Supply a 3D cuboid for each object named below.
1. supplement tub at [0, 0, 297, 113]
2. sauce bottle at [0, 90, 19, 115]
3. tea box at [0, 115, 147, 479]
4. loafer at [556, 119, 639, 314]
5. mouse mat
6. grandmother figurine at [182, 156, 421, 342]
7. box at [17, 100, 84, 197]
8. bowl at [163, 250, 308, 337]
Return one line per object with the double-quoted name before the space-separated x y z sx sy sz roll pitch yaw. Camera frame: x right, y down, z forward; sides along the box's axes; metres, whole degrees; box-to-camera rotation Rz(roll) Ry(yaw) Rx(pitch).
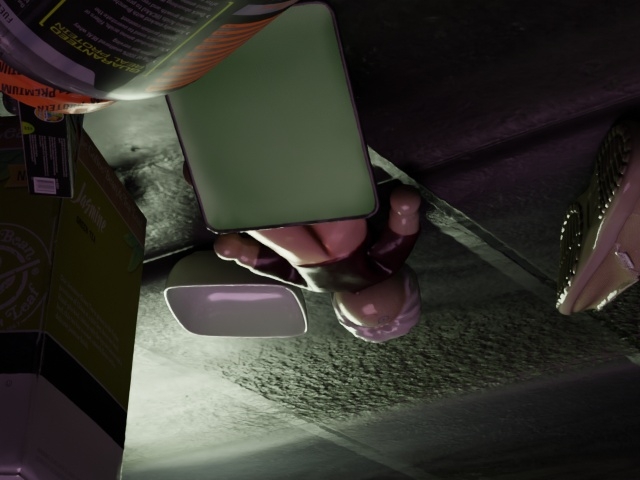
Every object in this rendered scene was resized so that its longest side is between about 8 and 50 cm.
"supplement tub" -0.081 -0.200 0.740 0.193 0.194 0.316 21 148 -32
"sauce bottle" -0.241 -0.142 1.046 0.042 0.042 0.128 5 156 -4
"tea box" -0.351 0.083 1.189 0.328 0.324 0.220 -3 154 10
"loafer" 0.273 -0.006 1.197 0.092 0.102 0.268 10 153 0
"mouse mat" -0.043 -0.092 1.051 0.152 0.007 0.190 -5 120 16
"grandmother figurine" 0.000 0.000 1.245 0.207 0.104 0.342 -2 152 29
"box" -0.195 -0.128 0.985 0.036 0.114 0.207 6 154 -6
"bowl" -0.086 0.053 1.407 0.142 0.053 0.142 -2 153 7
